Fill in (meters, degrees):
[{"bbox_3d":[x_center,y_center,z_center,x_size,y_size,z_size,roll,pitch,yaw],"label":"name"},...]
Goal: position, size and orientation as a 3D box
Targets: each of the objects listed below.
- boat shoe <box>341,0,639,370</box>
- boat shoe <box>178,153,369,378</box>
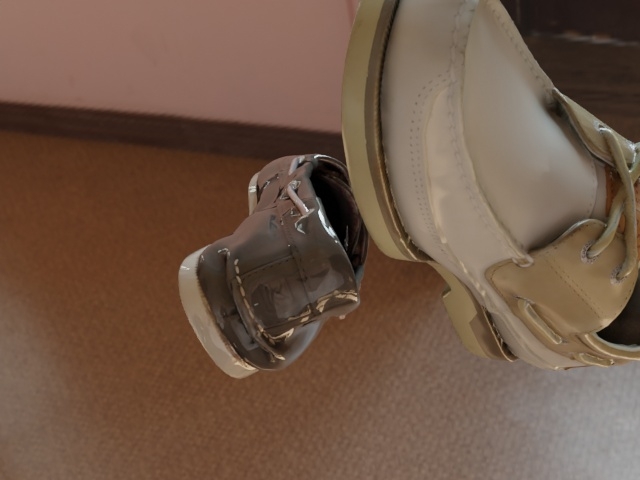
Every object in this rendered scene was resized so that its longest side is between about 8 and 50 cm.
[{"bbox_3d":[0.098,-0.019,0.472,0.103,0.302,0.113,9,72,25],"label":"boat shoe"},{"bbox_3d":[0.000,0.000,0.714,0.095,0.112,0.335,-24,10,14],"label":"boat shoe"}]
